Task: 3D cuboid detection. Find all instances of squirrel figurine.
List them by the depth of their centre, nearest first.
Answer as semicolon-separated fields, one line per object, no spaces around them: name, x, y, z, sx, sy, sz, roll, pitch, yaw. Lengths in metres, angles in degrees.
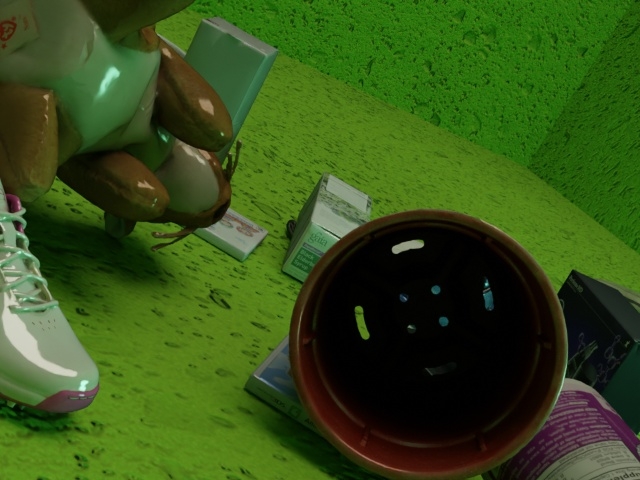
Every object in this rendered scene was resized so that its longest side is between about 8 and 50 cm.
squirrel figurine;-0.269;-0.156;1.154;0.397;0.281;0.370;25;-9;24

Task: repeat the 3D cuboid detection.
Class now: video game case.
video game case;0.026;0.180;1.178;0.193;0.023;0.212;32;16;5
video game case;-0.160;-0.032;1.498;0.157;0.019;0.143;31;16;2

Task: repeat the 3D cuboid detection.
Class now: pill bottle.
pill bottle;0.290;0.287;1.055;0.169;0.169;0.301;23;18;-25

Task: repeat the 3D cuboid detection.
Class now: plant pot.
plant pot;0.116;0.094;1.126;0.272;0.272;0.265;31;7;2

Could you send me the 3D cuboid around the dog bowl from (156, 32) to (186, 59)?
dog bowl;-0.371;-0.341;1.914;0.265;0.104;0.265;27;16;-9

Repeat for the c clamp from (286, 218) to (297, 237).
c clamp;0.000;0.000;1.696;0.161;0.022;0.137;14;29;-47

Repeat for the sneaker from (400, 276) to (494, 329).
sneaker;0.242;0.100;1.585;0.330;0.147;0.130;14;22;-46

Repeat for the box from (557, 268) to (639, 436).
box;0.427;0.186;1.586;0.103;0.184;0.261;26;16;-16

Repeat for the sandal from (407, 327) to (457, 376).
sandal;0.299;0.216;1.401;0.446;0.107;0.167;30;16;-2

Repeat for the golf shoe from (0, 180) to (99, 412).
golf shoe;-0.294;0.022;0.877;0.306;0.140;0.115;37;16;19

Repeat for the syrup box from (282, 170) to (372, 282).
syrup box;0.014;-0.012;1.574;0.093;0.096;0.237;29;23;-7

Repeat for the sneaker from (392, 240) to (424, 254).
sneaker;0.182;0.042;1.730;0.290;0.106;0.123;18;23;-34

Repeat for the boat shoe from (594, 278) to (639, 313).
boat shoe;0.592;0.180;1.981;0.187;0.156;0.500;26;4;4

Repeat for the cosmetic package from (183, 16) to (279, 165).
cosmetic package;-0.180;-0.239;1.695;0.127;0.238;0.107;32;16;2
